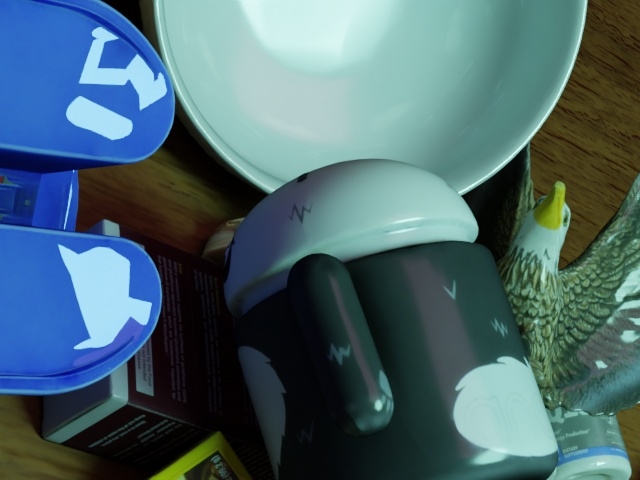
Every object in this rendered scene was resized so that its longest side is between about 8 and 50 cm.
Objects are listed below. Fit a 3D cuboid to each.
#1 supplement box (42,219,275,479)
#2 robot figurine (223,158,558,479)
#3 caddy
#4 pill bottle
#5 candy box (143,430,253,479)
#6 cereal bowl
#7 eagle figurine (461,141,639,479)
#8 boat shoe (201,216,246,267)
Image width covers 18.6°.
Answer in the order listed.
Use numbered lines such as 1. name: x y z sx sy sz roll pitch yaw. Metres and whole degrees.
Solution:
1. supplement box: -0.068 0.089 1.270 0.239 0.073 0.130 23 48 -39
2. robot figurine: 0.040 0.087 1.196 0.174 0.209 0.278 -9 72 -28
3. caddy: -0.238 -0.033 1.056 0.341 0.179 0.241 8 85 -49
4. pill bottle: 0.194 0.134 1.559 0.078 0.078 0.137 18 49 -43
5. candy box: -0.047 0.228 1.170 0.105 0.027 0.206 -34 90 -13
6. cereal bowl: 0.020 -0.188 1.460 0.339 0.141 0.339 -2 96 -19
7. eagle figurine: 0.162 0.038 1.464 0.226 0.225 0.298 52 36 0
8. boat shoe: 0.000 0.000 1.369 0.059 0.170 0.063 -88 174 -54
